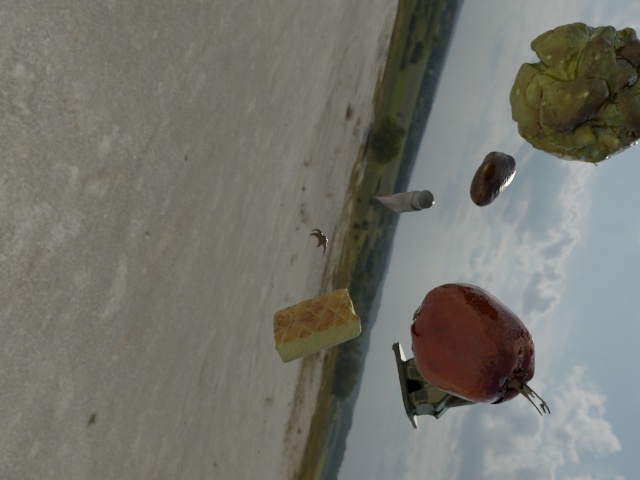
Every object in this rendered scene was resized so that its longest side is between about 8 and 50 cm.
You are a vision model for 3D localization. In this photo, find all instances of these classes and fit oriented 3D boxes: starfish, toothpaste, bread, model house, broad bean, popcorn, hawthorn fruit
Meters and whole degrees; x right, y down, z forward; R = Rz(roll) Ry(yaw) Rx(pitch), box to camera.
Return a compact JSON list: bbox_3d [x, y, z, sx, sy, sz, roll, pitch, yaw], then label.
[{"bbox_3d":[0.000,0.000,1.681,0.078,0.028,0.091,-26,-94,61],"label":"starfish"},{"bbox_3d":[0.244,-0.109,1.409,0.057,0.089,0.234,-58,-164,-12],"label":"toothpaste"},{"bbox_3d":[-0.011,0.183,1.069,0.125,0.188,0.068,-110,180,-61],"label":"bread"},{"bbox_3d":[0.368,0.392,1.385,0.205,0.278,0.219,65,15,-52],"label":"model house"},{"bbox_3d":[0.418,-0.151,1.185,0.165,0.084,0.114,-41,128,-36],"label":"broad bean"},{"bbox_3d":[0.520,-0.281,0.941,0.247,0.281,0.282,-133,-123,-74],"label":"popcorn"},{"bbox_3d":[0.302,0.211,0.900,0.211,0.299,0.211,-19,125,-29],"label":"hawthorn fruit"}]
